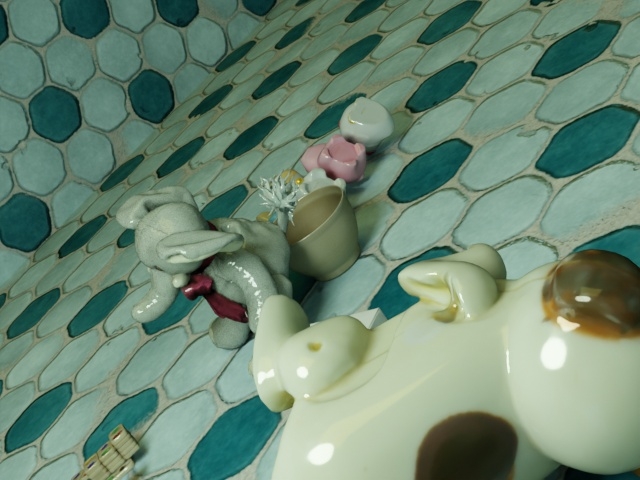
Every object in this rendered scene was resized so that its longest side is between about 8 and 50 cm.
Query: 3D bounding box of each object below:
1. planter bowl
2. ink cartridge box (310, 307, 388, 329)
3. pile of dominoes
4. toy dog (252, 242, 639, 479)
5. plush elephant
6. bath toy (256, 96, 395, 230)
[{"bbox_3d":[0.000,0.000,1.711,0.162,0.109,0.162,-31,23,15],"label":"planter bowl"},{"bbox_3d":[0.046,0.161,1.366,0.143,0.092,0.090,-17,30,37],"label":"ink cartridge box"},{"bbox_3d":[-0.394,0.389,1.590,0.251,0.040,0.196,-42,13,-11],"label":"pile of dominoes"},{"bbox_3d":[0.155,0.143,0.981,0.407,0.285,0.395,-23,9,15],"label":"toy dog"},{"bbox_3d":[-0.181,0.042,1.560,0.272,0.255,0.330,-143,62,-63],"label":"plush elephant"},{"bbox_3d":[0.015,-0.128,1.926,0.151,0.129,0.348,27,59,16],"label":"bath toy"}]
